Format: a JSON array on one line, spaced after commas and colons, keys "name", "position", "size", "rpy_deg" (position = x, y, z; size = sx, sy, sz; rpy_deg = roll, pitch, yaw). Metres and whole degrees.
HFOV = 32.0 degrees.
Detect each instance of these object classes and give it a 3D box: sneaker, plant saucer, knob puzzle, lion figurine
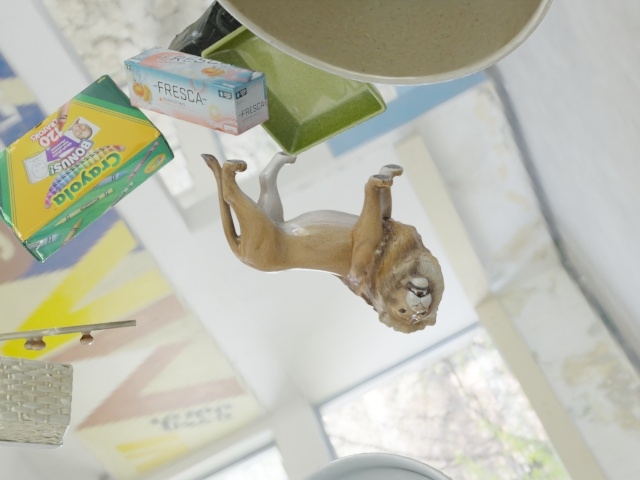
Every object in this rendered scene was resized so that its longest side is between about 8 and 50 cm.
[{"name": "sneaker", "position": [-0.200, -0.358, 1.970], "size": [0.109, 0.286, 0.130], "rpy_deg": [51, 170, -27]}, {"name": "plant saucer", "position": [-0.029, -0.215, 1.430], "size": [0.188, 0.188, 0.045], "rpy_deg": [48, -134, -20]}, {"name": "knob puzzle", "position": [-0.353, 0.134, 1.556], "size": [0.213, 0.213, 0.030], "rpy_deg": [28, -125, -84]}, {"name": "lion figurine", "position": [0.000, 0.000, 1.689], "size": [0.142, 0.392, 0.240], "rpy_deg": [-56, -25, -69]}]

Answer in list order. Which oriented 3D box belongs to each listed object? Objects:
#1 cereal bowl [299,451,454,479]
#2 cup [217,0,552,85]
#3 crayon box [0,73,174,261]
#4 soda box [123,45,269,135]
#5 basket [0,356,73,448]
[{"name": "cereal bowl", "position": [0.085, 0.444, 1.408], "size": [0.339, 0.339, 0.141], "rpy_deg": [63, -167, 24]}, {"name": "cup", "position": [0.062, -0.328, 0.927], "size": [0.331, 0.331, 0.237], "rpy_deg": [59, -137, -41]}, {"name": "crayon box", "position": [-0.396, -0.117, 1.791], "size": [0.165, 0.278, 0.081], "rpy_deg": [46, 169, 25]}, {"name": "soda box", "position": [-0.149, -0.180, 1.332], "size": [0.183, 0.058, 0.063], "rpy_deg": [19, 128, 33]}, {"name": "basket", "position": [-0.460, 0.242, 1.679], "size": [0.103, 0.167, 0.113], "rpy_deg": [133, 140, -54]}]
